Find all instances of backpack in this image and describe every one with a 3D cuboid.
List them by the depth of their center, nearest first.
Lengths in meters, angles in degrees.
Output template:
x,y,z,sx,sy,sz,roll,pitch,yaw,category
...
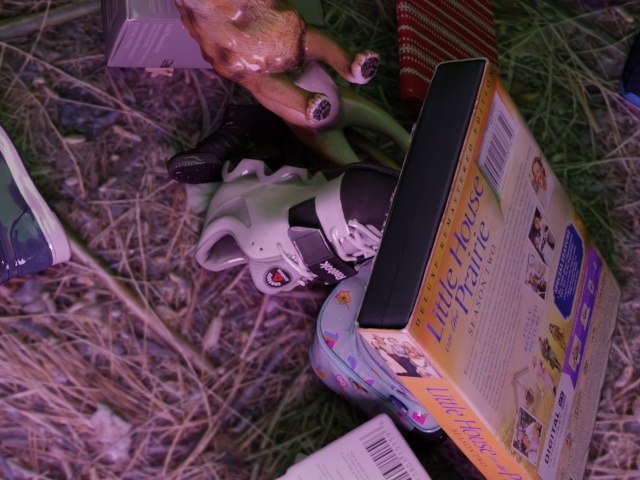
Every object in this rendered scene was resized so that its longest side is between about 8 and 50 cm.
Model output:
x,y,z,sx,sy,sz,roll,pitch,yaw,category
0.085,0.110,1.426,0.188,0.144,0.166,34,65,18,backpack

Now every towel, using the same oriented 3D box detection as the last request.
x,y,z,sx,sy,sz,roll,pitch,yaw,category
0.154,-0.248,1.626,0.199,0.031,0.274,26,52,-42,towel

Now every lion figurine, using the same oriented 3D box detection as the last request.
x,y,z,sx,sy,sz,roll,pitch,yaw,category
-0.018,-0.172,1.483,0.240,0.392,0.142,34,75,36,lion figurine

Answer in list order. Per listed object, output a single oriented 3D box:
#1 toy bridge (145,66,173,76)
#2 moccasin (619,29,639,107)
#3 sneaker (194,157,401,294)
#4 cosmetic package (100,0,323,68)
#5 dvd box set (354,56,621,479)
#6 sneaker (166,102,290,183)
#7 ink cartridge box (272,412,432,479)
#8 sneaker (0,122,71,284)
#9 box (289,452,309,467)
x,y,z,sx,sy,sz,roll,pitch,yaw,category
-0.170,-0.281,1.648,0.063,0.026,0.188,11,63,-6,toy bridge
0.504,-0.306,1.728,0.138,0.117,0.342,25,61,3,moccasin
0.000,0.000,1.417,0.331,0.122,0.146,2,58,43,sneaker
-0.130,-0.271,1.569,0.238,0.127,0.107,0,70,-20,cosmetic package
0.189,0.066,1.337,0.062,0.420,0.307,-2,56,33,dvd box set
-0.105,-0.121,1.564,0.170,0.051,0.089,-7,64,-19,sneaker
0.039,0.340,1.278,0.239,0.060,0.275,-27,71,-21,ink cartridge box
-0.397,-0.043,1.446,0.163,0.086,0.226,-27,73,-24,sneaker
0.035,0.396,1.313,0.232,0.058,0.322,18,62,0,box
